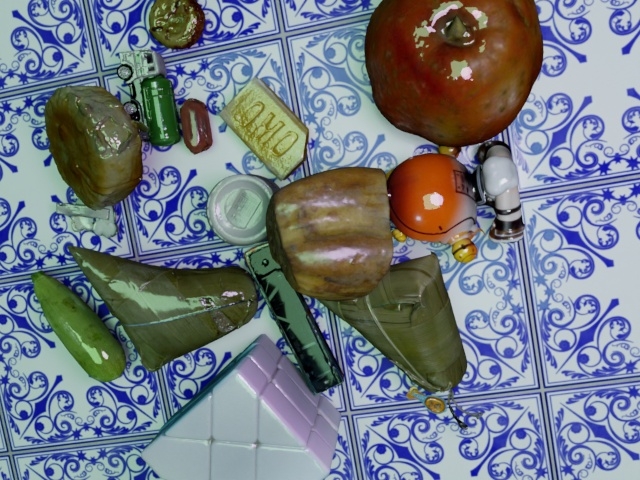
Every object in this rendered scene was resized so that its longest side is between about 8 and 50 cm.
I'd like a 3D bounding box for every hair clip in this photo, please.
[{"bbox_3d":[-0.618,-0.073,1.509,0.172,0.049,0.116,8,101,4],"label":"hair clip"}]

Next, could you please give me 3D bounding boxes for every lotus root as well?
[{"bbox_3d":[0.000,0.000,1.252,0.250,0.316,0.316,-2,96,-21],"label":"lotus root"}]

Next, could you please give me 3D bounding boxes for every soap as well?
[{"bbox_3d":[-0.126,-0.278,1.414,0.140,0.073,0.232,-43,90,13],"label":"soap"}]

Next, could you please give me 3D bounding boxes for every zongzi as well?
[{"bbox_3d":[0.182,0.252,1.412,0.418,0.181,0.447,-5,118,36],"label":"zongzi"},{"bbox_3d":[-0.367,0.102,1.392,0.356,0.174,0.392,-25,114,5],"label":"zongzi"}]

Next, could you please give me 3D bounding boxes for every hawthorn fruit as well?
[{"bbox_3d":[0.280,-0.405,1.197,0.403,0.403,0.402,1,96,7],"label":"hawthorn fruit"}]

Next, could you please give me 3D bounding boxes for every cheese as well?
[{"bbox_3d":[0.279,0.417,1.464,0.111,0.017,0.047,26,95,4],"label":"cheese"}]

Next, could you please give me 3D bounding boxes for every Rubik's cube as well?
[{"bbox_3d":[-0.174,0.474,1.376,0.322,0.316,0.319,-43,90,10],"label":"Rubik's cube"}]

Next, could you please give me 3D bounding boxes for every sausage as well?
[{"bbox_3d":[-0.318,-0.292,1.438,0.076,0.076,0.141,-9,96,8],"label":"sausage"}]

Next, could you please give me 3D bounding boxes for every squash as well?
[{"bbox_3d":[-0.656,0.222,1.510,0.118,0.118,0.370,-39,87,9],"label":"squash"}]

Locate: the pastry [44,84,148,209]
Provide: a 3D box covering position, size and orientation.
[{"bbox_3d":[-0.564,-0.239,1.391,0.330,0.136,0.329,21,123,37],"label":"pastry"}]

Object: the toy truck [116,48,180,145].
[{"bbox_3d":[-0.433,-0.359,1.432,0.125,0.101,0.242,-8,97,3],"label":"toy truck"}]

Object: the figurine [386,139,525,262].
[{"bbox_3d":[0.291,-0.106,1.306,0.323,0.196,0.320,-11,67,17],"label":"figurine"}]

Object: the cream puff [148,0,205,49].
[{"bbox_3d":[-0.357,-0.549,1.410,0.149,0.084,0.149,1,97,11],"label":"cream puff"}]

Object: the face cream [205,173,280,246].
[{"bbox_3d":[-0.181,-0.077,1.402,0.177,0.153,0.177,1,95,6],"label":"face cream"}]

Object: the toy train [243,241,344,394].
[{"bbox_3d":[-0.068,0.195,1.448,0.086,0.089,0.409,-27,91,7],"label":"toy train"}]
